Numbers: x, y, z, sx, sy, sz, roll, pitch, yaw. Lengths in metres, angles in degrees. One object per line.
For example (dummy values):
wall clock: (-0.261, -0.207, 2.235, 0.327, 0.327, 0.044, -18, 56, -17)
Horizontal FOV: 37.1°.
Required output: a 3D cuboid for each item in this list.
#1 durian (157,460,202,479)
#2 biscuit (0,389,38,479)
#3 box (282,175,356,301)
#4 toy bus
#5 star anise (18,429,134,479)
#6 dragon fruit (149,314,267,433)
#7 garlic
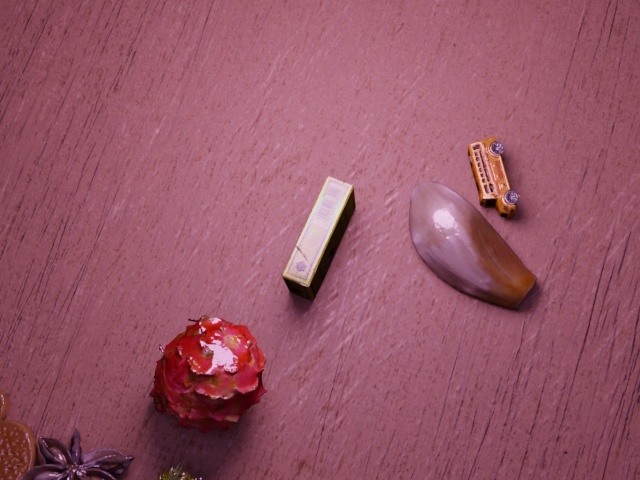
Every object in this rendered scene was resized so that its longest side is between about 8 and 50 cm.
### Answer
durian: (-0.347, 0.549, 1.734, 0.352, 0.169, 0.158, -32, 75, -5)
biscuit: (-0.669, 0.399, 1.862, 0.202, 0.044, 0.288, -32, 74, -6)
box: (-0.001, 0.000, 1.872, 0.064, 0.141, 0.220, 24, 77, 9)
toy bus: (0.346, -0.121, 1.918, 0.074, 0.069, 0.162, -13, 73, 1)
star anise: (-0.470, 0.456, 1.794, 0.212, 0.073, 0.197, 20, 49, 16)
dragon fruit: (-0.217, 0.263, 1.791, 0.268, 0.210, 0.205, -33, 46, 33)
garlic: (0.286, 0.015, 1.879, 0.318, 0.112, 0.143, 45, 79, 2)
